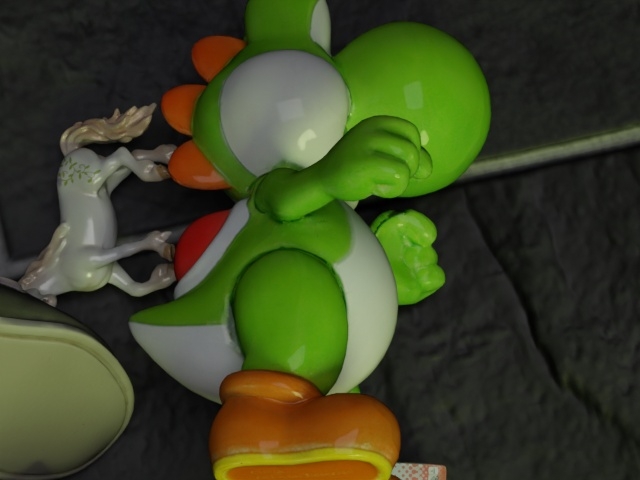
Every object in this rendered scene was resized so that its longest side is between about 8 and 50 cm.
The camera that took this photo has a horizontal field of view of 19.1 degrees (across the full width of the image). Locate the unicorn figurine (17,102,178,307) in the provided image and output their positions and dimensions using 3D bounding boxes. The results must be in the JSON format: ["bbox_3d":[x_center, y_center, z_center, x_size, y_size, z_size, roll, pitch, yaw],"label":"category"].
[{"bbox_3d":[-0.142,-0.003,1.185,0.111,0.060,0.161,-3,61,13],"label":"unicorn figurine"}]

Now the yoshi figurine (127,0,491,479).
[{"bbox_3d":[0.026,-0.006,1.127,0.203,0.203,0.362,24,50,-35],"label":"yoshi figurine"}]

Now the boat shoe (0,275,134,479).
[{"bbox_3d":[-0.218,0.051,1.052,0.112,0.335,0.095,-47,60,7],"label":"boat shoe"}]

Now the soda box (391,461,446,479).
[{"bbox_3d":[0.041,0.227,1.156,0.063,0.058,0.183,4,77,-6],"label":"soda box"}]
